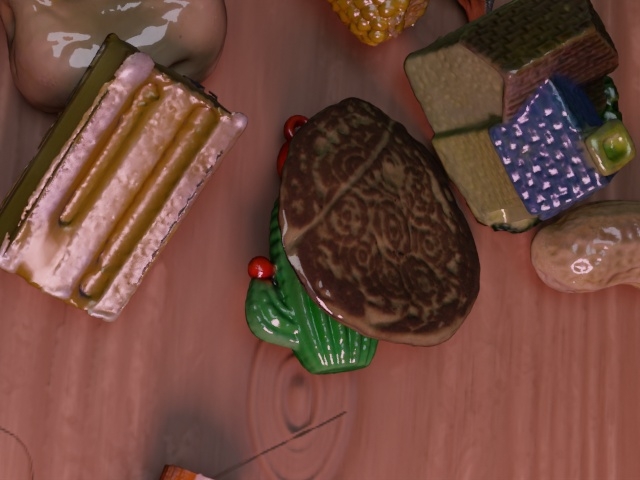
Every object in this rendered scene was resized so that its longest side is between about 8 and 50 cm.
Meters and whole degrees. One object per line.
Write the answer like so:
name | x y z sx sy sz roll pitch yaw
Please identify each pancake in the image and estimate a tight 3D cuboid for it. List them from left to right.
pancake | 0.058 -0.015 1.318 0.250 0.031 0.250 23 54 -35

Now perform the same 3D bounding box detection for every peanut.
peanut | 0.309 0.005 1.388 0.214 0.090 0.099 -2 122 -6

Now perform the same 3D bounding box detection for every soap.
soap | -0.186 -0.054 1.277 0.135 0.076 0.233 30 100 -29

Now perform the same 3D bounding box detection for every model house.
model house | 0.219 -0.127 1.334 0.195 0.189 0.214 -26 95 -13

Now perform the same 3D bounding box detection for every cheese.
cheese | -0.205 -0.218 1.334 0.235 0.117 0.218 25 79 -1

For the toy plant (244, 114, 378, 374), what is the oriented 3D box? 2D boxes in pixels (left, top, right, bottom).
toy plant | 0.011 0.009 1.346 0.154 0.088 0.240 21 65 -16

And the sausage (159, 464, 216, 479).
sausage | -0.152 0.359 1.256 0.093 0.093 0.312 21 78 -5

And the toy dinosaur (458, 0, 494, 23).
toy dinosaur | 0.144 -0.263 1.425 0.101 0.055 0.280 23 92 -5

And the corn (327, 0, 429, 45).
corn | -0.009 -0.356 1.387 0.120 0.120 0.363 -25 85 -12
